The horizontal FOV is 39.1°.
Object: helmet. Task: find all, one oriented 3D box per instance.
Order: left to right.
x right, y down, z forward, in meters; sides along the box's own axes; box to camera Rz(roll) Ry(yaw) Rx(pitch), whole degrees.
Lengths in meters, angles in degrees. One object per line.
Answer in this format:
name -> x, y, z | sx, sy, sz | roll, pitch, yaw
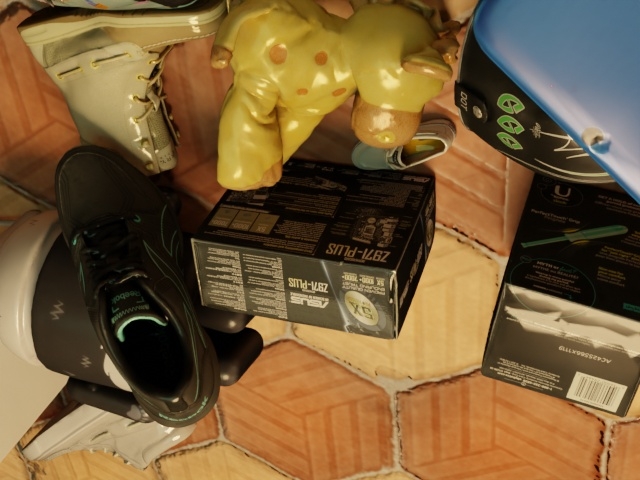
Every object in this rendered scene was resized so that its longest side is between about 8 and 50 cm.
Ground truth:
helmet -> 0.194, -0.119, 0.631 | 0.162, 0.169, 0.169 | 18, 132, 26

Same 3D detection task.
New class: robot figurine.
robot figurine -> -0.196, 0.063, 0.920 | 0.278, 0.209, 0.173 | 11, 159, 12

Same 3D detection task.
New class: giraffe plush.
giraffe plush -> 0.017, -0.134, 0.690 | 0.171, 0.181, 0.210 | 7, 146, 3

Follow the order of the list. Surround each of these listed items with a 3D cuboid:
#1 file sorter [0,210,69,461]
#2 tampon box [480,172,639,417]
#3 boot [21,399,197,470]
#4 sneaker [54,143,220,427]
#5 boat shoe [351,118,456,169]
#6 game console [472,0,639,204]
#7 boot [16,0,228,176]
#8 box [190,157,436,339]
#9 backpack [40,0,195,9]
file sorter -> -0.415, 0.121, 0.986 | 0.173, 0.277, 0.192 | 2, 126, 26
tampon box -> 0.210, 0.039, 0.738 | 0.121, 0.161, 0.101 | 16, 130, 12
boot -> -0.268, 0.251, 1.138 | 0.258, 0.095, 0.123 | -34, 101, 36
sneaker -> -0.157, 0.030, 0.773 | 0.101, 0.106, 0.267 | -26, 81, -5
boat shoe -> 0.069, -0.078, 0.789 | 0.100, 0.035, 0.035 | -10, 121, 28
game console -> 0.284, -0.143, 0.545 | 0.293, 0.250, 0.173 | 42, 149, -12
boot -> -0.154, -0.139, 0.808 | 0.213, 0.077, 0.165 | 0, 125, 29
box -> 0.000, 0.000, 0.804 | 0.180, 0.147, 0.077 | 8, 128, 16
backpack -> -0.189, -0.259, 0.679 | 0.189, 0.144, 0.165 | 8, 102, 28
